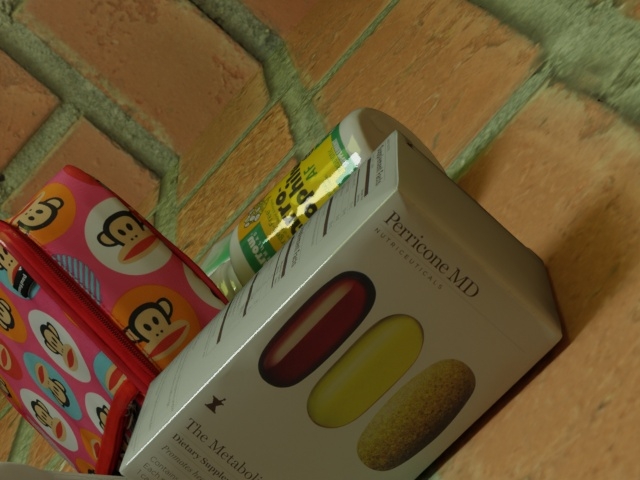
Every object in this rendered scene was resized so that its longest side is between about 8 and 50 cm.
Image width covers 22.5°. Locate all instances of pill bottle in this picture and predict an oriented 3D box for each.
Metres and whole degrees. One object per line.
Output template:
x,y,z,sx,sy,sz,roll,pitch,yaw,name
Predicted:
0.000,0.000,1.312,0.208,0.117,0.117,-44,13,24,pill bottle

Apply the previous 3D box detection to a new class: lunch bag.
-0.145,0.100,1.229,0.120,0.258,0.293,-41,-12,-25,lunch bag

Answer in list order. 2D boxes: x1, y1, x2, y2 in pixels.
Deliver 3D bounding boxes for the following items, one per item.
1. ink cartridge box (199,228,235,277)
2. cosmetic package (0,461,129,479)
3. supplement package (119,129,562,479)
-0.038,-0.038,1.721,0.181,0.056,0.225,-37,19,43,ink cartridge box
-0.292,0.256,1.257,0.385,0.217,0.156,157,119,-66,cosmetic package
0.012,0.074,0.992,0.244,0.139,0.134,-47,11,16,supplement package
